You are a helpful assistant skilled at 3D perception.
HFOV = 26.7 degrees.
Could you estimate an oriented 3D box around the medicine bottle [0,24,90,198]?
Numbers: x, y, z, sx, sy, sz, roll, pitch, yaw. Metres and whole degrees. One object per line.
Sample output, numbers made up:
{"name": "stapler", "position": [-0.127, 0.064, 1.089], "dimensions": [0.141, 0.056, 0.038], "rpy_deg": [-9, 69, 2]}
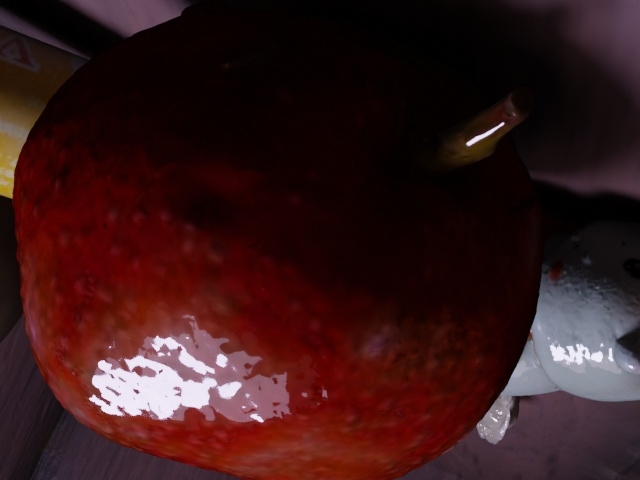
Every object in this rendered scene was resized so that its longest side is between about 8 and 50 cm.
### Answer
{"name": "medicine bottle", "position": [-0.260, -0.099, 0.714], "dimensions": [0.426, 0.108, 0.108], "rpy_deg": [20, 171, -26]}

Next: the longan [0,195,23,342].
{"name": "longan", "position": [-0.338, -0.023, 0.938], "dimensions": [0.319, 0.319, 0.319], "rpy_deg": [23, 169, 5]}

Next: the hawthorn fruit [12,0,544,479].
{"name": "hawthorn fruit", "position": [0.000, 0.000, 0.570], "dimensions": [0.230, 0.210, 0.266], "rpy_deg": [35, 151, -24]}

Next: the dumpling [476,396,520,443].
{"name": "dumpling", "position": [0.169, 0.170, 1.343], "dimensions": [0.076, 0.057, 0.052], "rpy_deg": [12, 164, 43]}

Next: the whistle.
{"name": "whistle", "position": [0.112, 0.031, 0.718], "dimensions": [0.102, 0.105, 0.253], "rpy_deg": [10, 176, -43]}
